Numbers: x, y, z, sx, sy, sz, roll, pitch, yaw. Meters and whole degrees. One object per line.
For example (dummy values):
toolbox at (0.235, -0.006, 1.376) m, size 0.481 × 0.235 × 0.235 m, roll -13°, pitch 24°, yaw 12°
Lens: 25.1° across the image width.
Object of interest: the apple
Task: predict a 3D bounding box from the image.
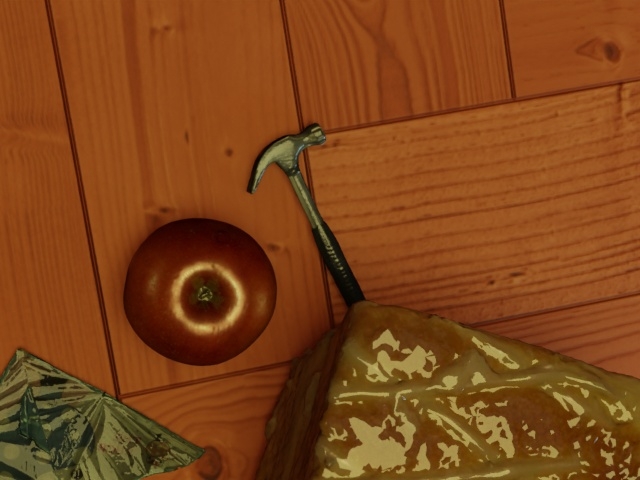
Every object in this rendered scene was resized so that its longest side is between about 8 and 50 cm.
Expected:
apple at (-0.126, 0.055, 1.523) m, size 0.163 × 0.139 × 0.163 m, roll -2°, pitch 99°, yaw -12°

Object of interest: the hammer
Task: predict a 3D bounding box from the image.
hammer at (0.000, 0.000, 1.602) m, size 0.103 × 0.029 × 0.246 m, roll -26°, pitch 103°, yaw -9°

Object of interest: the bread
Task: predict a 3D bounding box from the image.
bread at (0.133, 0.284, 1.498) m, size 0.390 × 0.279 × 0.371 m, roll 16°, pitch 82°, yaw -7°

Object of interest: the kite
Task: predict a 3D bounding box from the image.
kite at (-0.291, 0.267, 1.578) m, size 0.335 × 0.011 × 0.314 m, roll -17°, pitch 100°, yaw -9°
